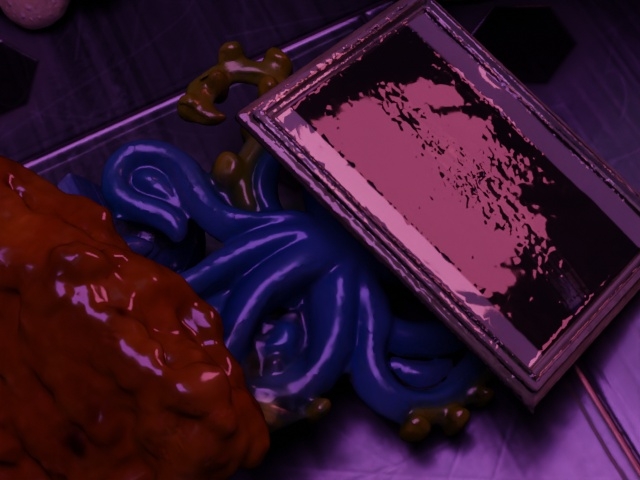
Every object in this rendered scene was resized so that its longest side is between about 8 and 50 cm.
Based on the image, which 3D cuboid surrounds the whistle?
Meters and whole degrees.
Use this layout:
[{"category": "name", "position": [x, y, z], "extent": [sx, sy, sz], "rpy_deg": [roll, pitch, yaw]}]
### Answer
[{"category": "whistle", "position": [-0.141, -0.012, 1.065], "extent": [0.090, 0.090, 0.158], "rpy_deg": [-28, 59, -7]}]

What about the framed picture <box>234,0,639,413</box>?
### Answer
[{"category": "framed picture", "position": [0.112, -0.046, 0.977], "extent": [0.293, 0.018, 0.231], "rpy_deg": [45, 53, 7]}]

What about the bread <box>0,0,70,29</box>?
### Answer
[{"category": "bread", "position": [-0.299, -0.314, 1.244], "extent": [0.182, 0.039, 0.250], "rpy_deg": [-29, 79, 13]}]

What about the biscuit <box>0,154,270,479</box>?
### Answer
[{"category": "biscuit", "position": [-0.202, 0.124, 0.904], "extent": [0.318, 0.110, 0.312], "rpy_deg": [35, 112, 18]}]

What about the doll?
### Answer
[{"category": "doll", "position": [0.000, 0.000, 0.987], "extent": [0.346, 0.099, 0.341], "rpy_deg": [40, 62, 11]}]
